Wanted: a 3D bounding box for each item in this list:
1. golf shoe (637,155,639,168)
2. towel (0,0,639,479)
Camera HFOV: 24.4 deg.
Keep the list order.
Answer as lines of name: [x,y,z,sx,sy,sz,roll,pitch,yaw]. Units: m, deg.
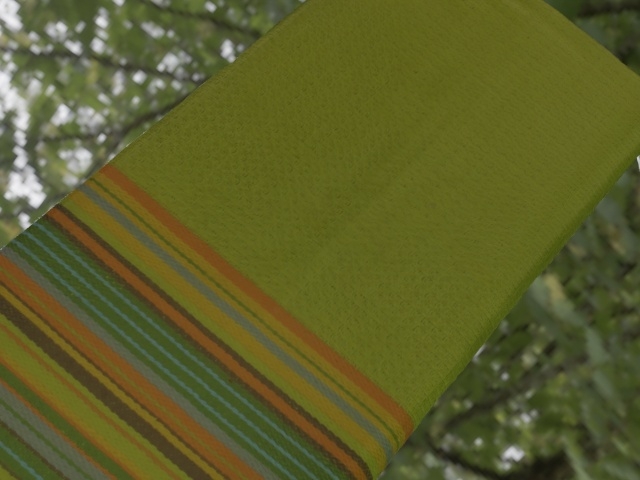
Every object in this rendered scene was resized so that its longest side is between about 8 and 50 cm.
golf shoe: [0.150,0.015,0.534,0.086,0.069,0.176,-33,-76,-41]
towel: [0.000,0.000,0.384,0.102,0.021,0.237,40,-127,6]
